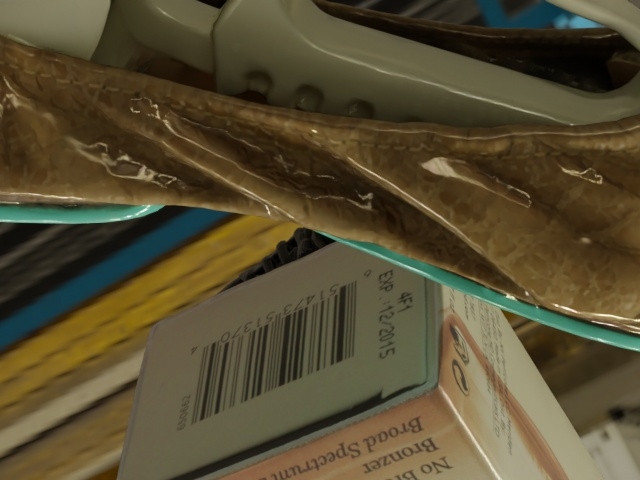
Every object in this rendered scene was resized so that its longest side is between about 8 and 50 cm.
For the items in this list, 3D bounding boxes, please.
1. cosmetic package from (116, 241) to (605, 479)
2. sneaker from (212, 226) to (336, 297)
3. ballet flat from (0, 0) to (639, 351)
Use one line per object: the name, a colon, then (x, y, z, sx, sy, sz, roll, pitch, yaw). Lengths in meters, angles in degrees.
cosmetic package: (0.055, 0.151, 0.658, 0.153, 0.129, 0.296, -25, 120, 19)
sneaker: (0.000, 0.000, 0.779, 0.216, 0.079, 0.121, -22, 137, 14)
ballet flat: (-0.022, -0.059, 0.436, 0.342, 0.116, 0.124, 13, 122, 3)
